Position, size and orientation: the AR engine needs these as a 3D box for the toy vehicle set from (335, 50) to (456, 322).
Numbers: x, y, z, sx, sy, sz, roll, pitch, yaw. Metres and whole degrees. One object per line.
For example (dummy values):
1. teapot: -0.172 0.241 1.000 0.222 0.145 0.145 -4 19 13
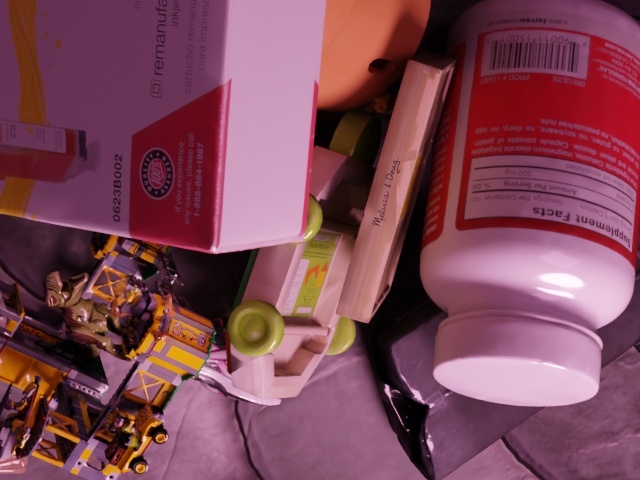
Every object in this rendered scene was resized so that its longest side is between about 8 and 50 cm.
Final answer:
1. toy vehicle set: 0.080 -0.059 1.660 0.035 0.166 0.267 17 101 7

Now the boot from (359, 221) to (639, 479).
1. boot: 0.298 0.161 1.915 0.445 0.146 0.367 -29 100 -24

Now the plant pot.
1. plant pot: -0.025 -0.256 1.624 0.203 0.291 0.291 21 92 -44

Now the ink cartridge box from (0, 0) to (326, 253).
1. ink cartridge box: -0.202 -0.155 1.472 0.160 0.385 0.279 -12 109 -58

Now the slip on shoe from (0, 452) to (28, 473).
1. slip on shoe: -0.370 0.232 1.680 0.135 0.051 0.041 -8 102 -32

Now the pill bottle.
1. pill bottle: 0.228 -0.041 1.726 0.229 0.229 0.407 19 68 -28

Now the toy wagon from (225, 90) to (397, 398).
1. toy wagon: 0.000 0.000 1.712 0.344 0.068 0.267 -72 162 2

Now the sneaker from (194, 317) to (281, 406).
1. sneaker: -0.108 0.127 1.772 0.178 0.072 0.077 27 78 -33

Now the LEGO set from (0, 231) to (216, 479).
1. LEGO set: -0.257 0.077 1.567 0.192 0.331 0.255 28 112 -26
